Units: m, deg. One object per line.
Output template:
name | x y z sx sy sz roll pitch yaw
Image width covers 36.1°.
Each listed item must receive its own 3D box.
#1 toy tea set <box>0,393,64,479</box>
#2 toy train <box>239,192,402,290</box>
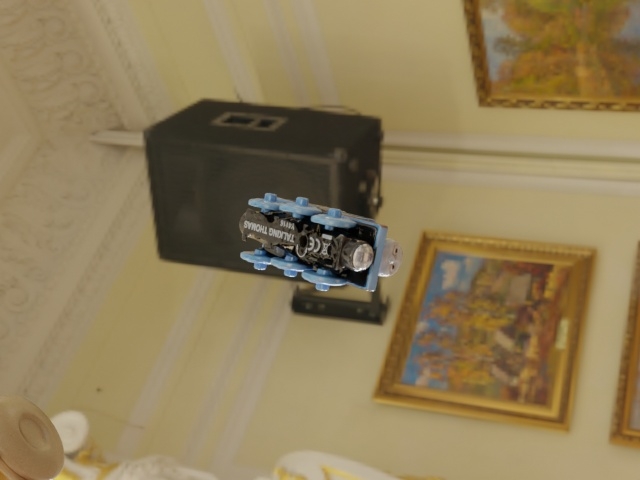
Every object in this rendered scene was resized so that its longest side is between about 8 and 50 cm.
toy tea set | -0.335 0.190 0.740 0.200 0.124 0.336 52 -167 -9
toy train | 0.000 0.000 0.958 0.105 0.184 0.080 4 -83 -42
